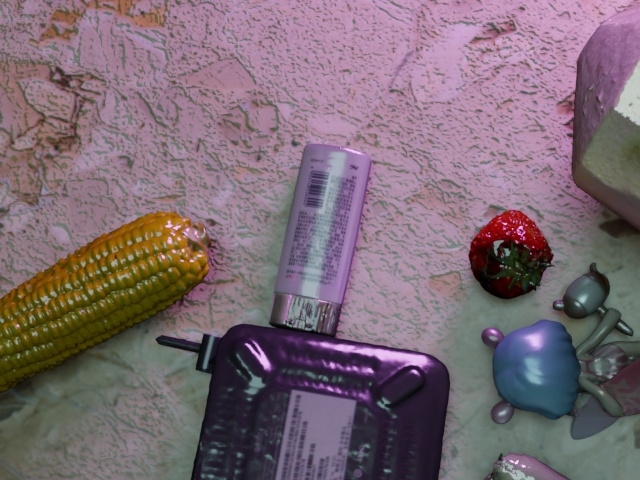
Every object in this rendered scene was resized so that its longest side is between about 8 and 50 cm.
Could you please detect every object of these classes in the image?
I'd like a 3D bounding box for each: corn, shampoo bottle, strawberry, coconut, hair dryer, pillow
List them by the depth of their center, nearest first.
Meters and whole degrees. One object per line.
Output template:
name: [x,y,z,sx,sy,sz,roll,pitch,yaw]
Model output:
coconut: [0.424,-0.136,1.399,0.309,0.297,0.297,37,86,9]
pillow: [0.264,0.305,1.421,0.181,0.134,0.078,32,74,11]
strawberry: [0.222,0.015,1.498,0.106,0.106,0.106,-1,80,7]
corn: [-0.293,0.077,1.533,0.363,0.120,0.120,-29,78,1]
shampoo bottle: [0.000,0.000,1.542,0.086,0.056,0.227,10,81,9]
hair dryer: [-0.163,0.131,1.556,0.083,0.026,0.047,13,81,13]

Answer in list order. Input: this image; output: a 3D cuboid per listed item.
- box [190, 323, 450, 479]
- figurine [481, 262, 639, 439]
box: [-0.004,0.250,1.455,0.289,0.073,0.290,10,67,1]
figurine: [0.317,0.123,1.458,0.260,0.103,0.205,-2,82,-3]
